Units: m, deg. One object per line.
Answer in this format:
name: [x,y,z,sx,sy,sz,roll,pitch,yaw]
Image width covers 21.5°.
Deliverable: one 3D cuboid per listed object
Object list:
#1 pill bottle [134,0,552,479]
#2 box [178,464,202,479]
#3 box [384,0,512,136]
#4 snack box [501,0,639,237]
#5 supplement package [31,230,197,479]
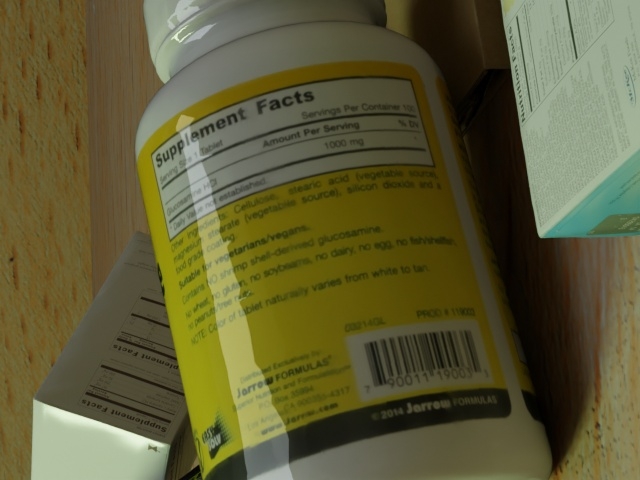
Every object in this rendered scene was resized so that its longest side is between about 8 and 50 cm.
pill bottle: [0.000,0.000,0.951,0.188,0.187,0.334,119,141,-64]
box: [-0.088,0.213,1.422,0.045,0.190,0.184,55,166,-5]
box: [0.070,-0.162,1.039,0.164,0.021,0.201,123,142,-67]
snack box: [0.126,-0.181,0.729,0.187,0.060,0.322,127,139,-68]
supplement package: [-0.165,0.131,1.600,0.244,0.133,0.139,-64,-11,-47]
